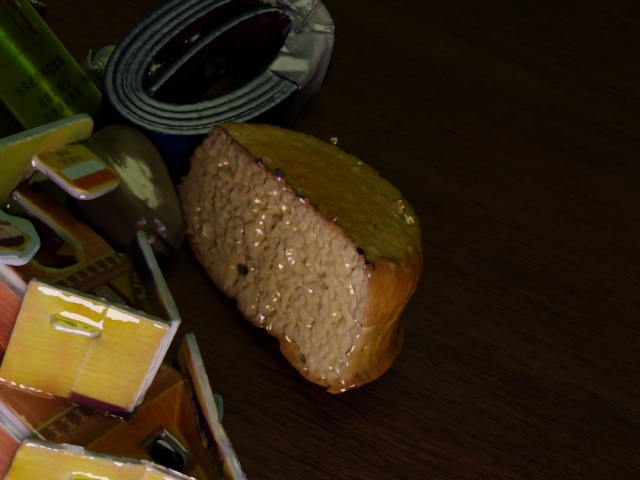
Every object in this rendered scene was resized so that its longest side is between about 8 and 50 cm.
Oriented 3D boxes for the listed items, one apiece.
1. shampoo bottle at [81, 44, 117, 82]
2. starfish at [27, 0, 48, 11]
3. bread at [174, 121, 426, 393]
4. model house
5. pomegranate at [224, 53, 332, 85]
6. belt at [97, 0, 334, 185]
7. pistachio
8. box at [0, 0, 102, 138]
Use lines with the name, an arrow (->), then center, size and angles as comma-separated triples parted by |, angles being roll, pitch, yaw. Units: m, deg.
shampoo bottle -> -0.267, -0.235, 1.503 | 0.056, 0.056, 0.195 | 30, 20, 10
starfish -> -0.431, -0.352, 1.631 | 0.078, 0.028, 0.091 | 16, 36, -6
bread -> 0.000, 0.000, 1.243 | 0.179, 0.194, 0.340 | -11, 42, -40
model house -> -0.152, 0.104, 0.924 | 0.323, 0.300, 0.340 | 40, 35, 14
pomegranate -> -0.081, -0.282, 1.661 | 0.191, 0.131, 0.152 | 32, 36, 26
belt -> -0.131, -0.211, 1.440 | 0.212, 0.117, 0.347 | 39, 54, 13
pistachio -> -0.218, -0.055, 1.277 | 0.185, 0.108, 0.126 | 54, 0, 31
box -> -0.398, -0.249, 1.348 | 0.311, 0.043, 0.173 | 53, 29, -16
